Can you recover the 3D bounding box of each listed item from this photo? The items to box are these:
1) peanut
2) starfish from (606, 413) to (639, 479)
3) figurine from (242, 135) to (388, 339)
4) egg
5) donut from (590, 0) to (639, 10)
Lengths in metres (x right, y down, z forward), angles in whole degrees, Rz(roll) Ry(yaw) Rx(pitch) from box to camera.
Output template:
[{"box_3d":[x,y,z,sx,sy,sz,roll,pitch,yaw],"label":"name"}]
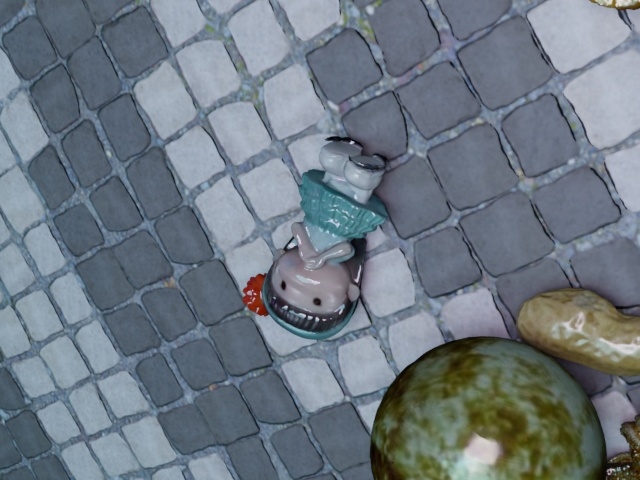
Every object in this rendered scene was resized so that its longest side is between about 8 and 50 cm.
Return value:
[{"box_3d":[0.292,0.094,0.909,0.174,0.080,0.080,14,113,20],"label":"peanut"},{"box_3d":[0.365,0.282,0.932,0.146,0.074,0.190,28,118,19],"label":"starfish"},{"box_3d":[0.000,0.000,1.020,0.138,0.110,0.245,32,117,27],"label":"figurine"},{"box_3d":[0.169,0.229,0.917,0.238,0.238,0.289,32,153,16],"label":"egg"},{"box_3d":[0.296,-0.297,0.770,0.174,0.074,0.190,51,127,3],"label":"donut"}]
